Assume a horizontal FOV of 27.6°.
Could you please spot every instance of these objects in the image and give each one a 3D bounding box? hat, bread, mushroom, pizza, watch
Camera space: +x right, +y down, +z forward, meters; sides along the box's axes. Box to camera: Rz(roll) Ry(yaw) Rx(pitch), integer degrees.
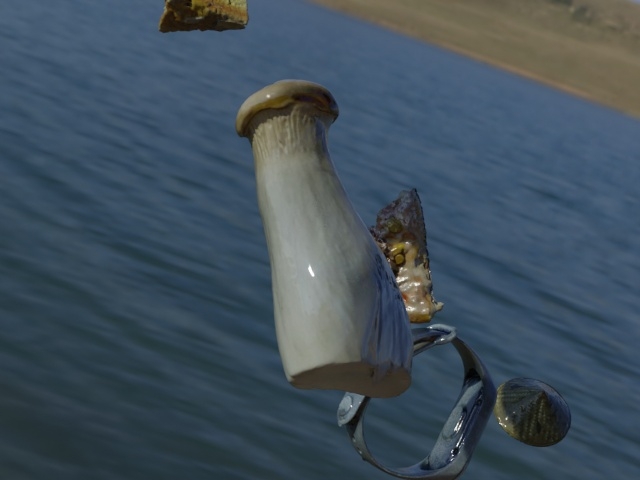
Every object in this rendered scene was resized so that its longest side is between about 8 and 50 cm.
[{"bbox_3d":[0.382,0.284,2.293,0.146,0.067,0.146,8,48,-9],"label":"hat"},{"bbox_3d":[-0.194,-0.410,2.171,0.152,0.147,0.127,11,-28,-16],"label":"bread"},{"bbox_3d":[0.000,0.000,1.320,0.122,0.329,0.159,-18,-15,13],"label":"mushroom"},{"bbox_3d":[0.104,0.018,1.876,0.185,0.195,0.052,18,5,11],"label":"pizza"},{"bbox_3d":[0.130,0.207,1.683,0.193,0.206,0.068,32,-9,-24],"label":"watch"}]
